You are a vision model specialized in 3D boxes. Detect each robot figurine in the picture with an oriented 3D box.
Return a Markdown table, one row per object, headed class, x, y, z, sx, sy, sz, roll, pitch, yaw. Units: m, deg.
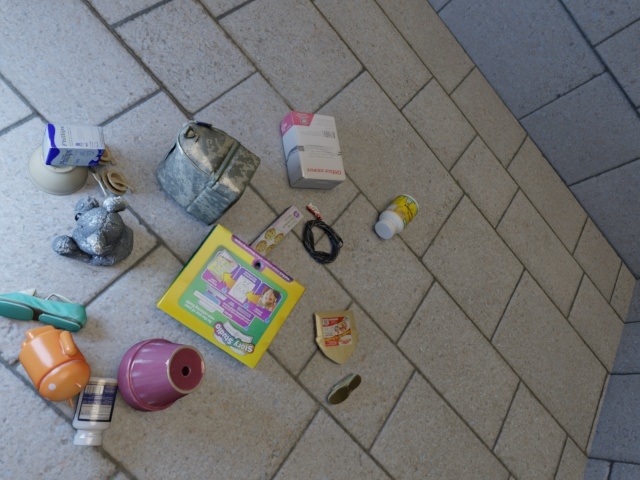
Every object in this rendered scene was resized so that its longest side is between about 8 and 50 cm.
| class | x | y | z | sx | sy | sz | roll | pitch | yaw |
| --- | --- | --- | --- | --- | --- | --- | --- | --- | --- |
| robot figurine | -0.684 | 0.320 | 1.203 | 0.158 | 0.128 | 0.219 | -40 | 70 | -14 |

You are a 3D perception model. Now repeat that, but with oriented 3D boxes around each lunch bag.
| class | x | y | z | sx | sy | sz | roll | pitch | yaw |
| --- | --- | --- | --- | --- | --- | --- | --- | --- | --- |
| lunch bag | -0.375 | -0.223 | 1.492 | 0.256 | 0.305 | 0.213 | 33 | 59 | -20 |

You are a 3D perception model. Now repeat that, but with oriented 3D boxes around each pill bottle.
| class | x | y | z | sx | sy | sz | roll | pitch | yaw |
| --- | --- | --- | --- | --- | --- | --- | --- | --- | --- |
| pill bottle | 0.325 | -0.100 | 2.002 | 0.118 | 0.117 | 0.208 | 52 | 55 | -7 |
| pill bottle | -0.609 | 0.457 | 1.253 | 0.094 | 0.094 | 0.170 | 15 | 68 | -27 |

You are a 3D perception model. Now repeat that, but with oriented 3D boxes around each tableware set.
| class | x | y | z | sx | sy | sz | roll | pitch | yaw |
| --- | --- | --- | --- | --- | --- | --- | --- | --- | --- |
| tableware set | -0.654 | -0.231 | 1.438 | 0.194 | 0.039 | 0.128 | 61 | 17 | -1 |

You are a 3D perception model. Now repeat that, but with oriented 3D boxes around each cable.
| class | x | y | z | sx | sy | sz | roll | pitch | yaw |
| --- | --- | --- | --- | --- | --- | --- | --- | --- | --- |
| cable | 0.000 | 0.000 | 1.817 | 0.184 | 0.047 | 0.151 | 48 | 61 | -13 |

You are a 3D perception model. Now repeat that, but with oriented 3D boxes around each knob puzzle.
| class | x | y | z | sx | sy | sz | roll | pitch | yaw |
| --- | --- | --- | --- | --- | --- | --- | --- | --- | --- |
| knob puzzle | 0.059 | 0.363 | 1.738 | 0.213 | 0.030 | 0.213 | 11 | 69 | -30 |

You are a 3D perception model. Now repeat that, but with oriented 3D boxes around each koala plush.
| class | x | y | z | sx | sy | sz | roll | pitch | yaw |
| --- | --- | --- | --- | --- | --- | --- | --- | --- | --- |
| koala plush | -0.621 | -0.032 | 1.326 | 0.203 | 0.221 | 0.196 | 29 | 61 | -22 |

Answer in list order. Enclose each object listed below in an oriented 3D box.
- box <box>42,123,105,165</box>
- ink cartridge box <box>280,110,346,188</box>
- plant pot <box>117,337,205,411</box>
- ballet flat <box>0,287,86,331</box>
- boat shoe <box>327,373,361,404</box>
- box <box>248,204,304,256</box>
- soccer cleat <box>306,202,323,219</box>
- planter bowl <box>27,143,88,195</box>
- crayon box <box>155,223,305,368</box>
| class | x | y | z | sx | sy | sz | roll | pitch | yaw |
| --- | --- | --- | --- | --- | --- | --- | --- | --- | --- |
| box | -0.683 | -0.261 | 1.287 | 0.137 | 0.126 | 0.072 | -6 | 79 | -37 |
| ink cartridge box | -0.032 | -0.355 | 1.861 | 0.207 | 0.117 | 0.283 | -1 | 75 | -32 |
| plant pot | -0.430 | 0.369 | 1.305 | 0.201 | 0.180 | 0.202 | 30 | 51 | -46 |
| ballet flat | -0.765 | 0.179 | 1.266 | 0.247 | 0.083 | 0.087 | 22 | 40 | -25 |
| boat shoe | 0.081 | 0.538 | 1.693 | 0.153 | 0.048 | 0.056 | -35 | 107 | -28 |
| box | -0.187 | -0.008 | 1.685 | 0.067 | 0.063 | 0.324 | 51 | 56 | -11 |
| soccer cleat | -0.018 | -0.115 | 1.847 | 0.083 | 0.029 | 0.036 | 40 | 62 | -10 |
| planter bowl | -0.767 | -0.226 | 1.367 | 0.162 | 0.109 | 0.162 | 11 | 69 | -30 |
| crayon box | -0.282 | 0.181 | 1.500 | 0.363 | 0.106 | 0.313 | 38 | 74 | -16 |
